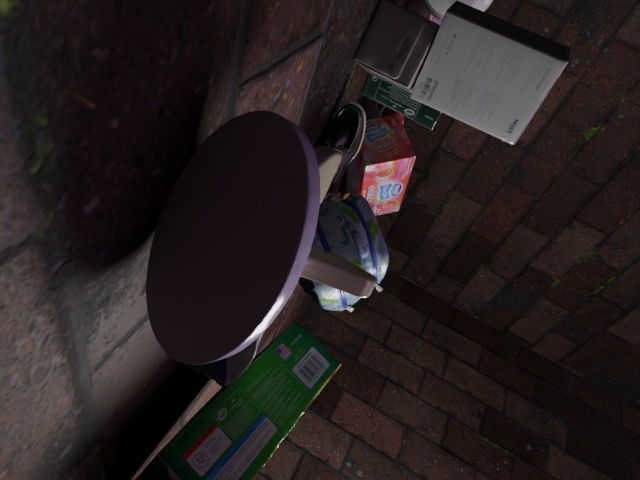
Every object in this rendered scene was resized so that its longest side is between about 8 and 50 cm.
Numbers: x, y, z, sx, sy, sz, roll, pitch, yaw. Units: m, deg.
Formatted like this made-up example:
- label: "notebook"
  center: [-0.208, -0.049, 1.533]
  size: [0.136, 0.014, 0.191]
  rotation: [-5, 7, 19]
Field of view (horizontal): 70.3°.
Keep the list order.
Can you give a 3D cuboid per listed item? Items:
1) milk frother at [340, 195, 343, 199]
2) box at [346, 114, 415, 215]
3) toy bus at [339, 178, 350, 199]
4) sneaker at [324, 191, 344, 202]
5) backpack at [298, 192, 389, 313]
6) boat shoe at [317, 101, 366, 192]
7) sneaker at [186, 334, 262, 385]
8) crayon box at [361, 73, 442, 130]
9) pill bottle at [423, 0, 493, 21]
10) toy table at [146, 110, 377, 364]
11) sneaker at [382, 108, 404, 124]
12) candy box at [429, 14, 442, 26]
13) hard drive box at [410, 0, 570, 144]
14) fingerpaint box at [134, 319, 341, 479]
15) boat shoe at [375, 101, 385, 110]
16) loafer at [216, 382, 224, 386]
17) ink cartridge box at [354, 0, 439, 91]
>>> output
- label: "milk frother"
  center: [0.068, -0.074, 1.549]
  size: [0.129, 0.135, 0.143]
  rotation: [-28, -171, 32]
- label: "box"
  center: [0.165, -0.206, 1.336]
  size: [0.300, 0.142, 0.154]
  rotation: [90, -13, -64]
- label: "toy bus"
  center: [0.166, -0.246, 1.577]
  size: [0.130, 0.108, 0.333]
  rotation: [-81, -170, -46]
- label: "sneaker"
  center: [0.000, 0.000, 1.385]
  size: [0.296, 0.131, 0.112]
  rotation: [-59, 175, 1]
- label: "backpack"
  center: [0.029, 0.025, 1.068]
  size: [0.273, 0.290, 0.355]
  rotation: [-18, 168, 14]
- label: "boat shoe"
  center: [0.029, -0.190, 1.003]
  size: [0.233, 0.084, 0.079]
  rotation: [-61, 174, 28]
- label: "sneaker"
  center: [-0.135, 0.130, 0.932]
  size: [0.316, 0.127, 0.182]
  rotation: [-63, 171, 8]
- label: "crayon box"
  center: [0.268, -0.443, 1.205]
  size: [0.323, 0.203, 0.083]
  rotation: [-55, 172, -38]
- label: "pill bottle"
  center: [0.350, -0.634, 1.104]
  size: [0.323, 0.181, 0.181]
  rotation: [-53, 170, -51]
- label: "toy table"
  center: [-0.070, 0.001, 0.532]
  size: [0.274, 0.252, 0.161]
  rotation: [-54, 158, 15]
- label: "sneaker"
  center: [0.283, -0.506, 1.666]
  size: [0.128, 0.087, 0.221]
  rotation: [90, 17, -60]
- label: "candy box"
  center: [0.427, -0.794, 1.493]
  size: [0.165, 0.070, 0.196]
  rotation: [-62, 173, 10]
- label: "hard drive box"
  center: [0.321, -0.323, 0.885]
  size: [0.089, 0.232, 0.181]
  rotation: [-53, 169, -45]
- label: "fingerpaint box"
  center: [-0.204, 0.429, 1.012]
  size: [0.371, 0.163, 0.445]
  rotation: [-51, 172, 37]
- label: "boat shoe"
  center: [0.200, -0.442, 1.357]
  size: [0.135, 0.050, 0.045]
  rotation: [108, 8, -60]
- label: "loafer"
  center: [-0.251, 0.358, 1.230]
  size: [0.223, 0.076, 0.078]
  rotation: [104, 9, -79]
- label: "ink cartridge box"
  center: [0.166, -0.398, 0.954]
  size: [0.128, 0.127, 0.176]
  rotation: [-63, 173, 18]
